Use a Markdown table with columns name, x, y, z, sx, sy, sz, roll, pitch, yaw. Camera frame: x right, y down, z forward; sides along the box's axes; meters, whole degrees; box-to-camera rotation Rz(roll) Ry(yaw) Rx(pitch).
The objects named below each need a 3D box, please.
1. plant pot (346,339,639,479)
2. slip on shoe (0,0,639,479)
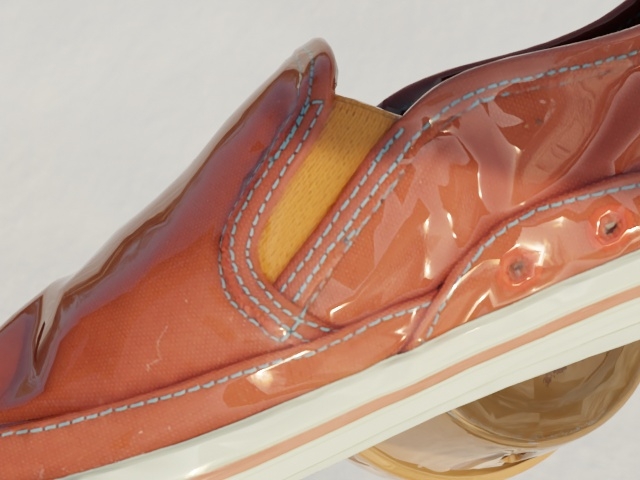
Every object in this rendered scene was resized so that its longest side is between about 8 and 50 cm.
| name | x | y | z | sx | sy | sz | roll | pitch | yaw |
| --- | --- | --- | --- | --- | --- | --- | --- | --- | --- |
| plant pot | 0.123 | 0.051 | 1.076 | 0.290 | 0.291 | 0.203 | -69 | 13 | -10 |
| slip on shoe | 0.000 | 0.000 | 0.377 | 0.331 | 0.123 | 0.101 | -22 | 97 | 1 |
